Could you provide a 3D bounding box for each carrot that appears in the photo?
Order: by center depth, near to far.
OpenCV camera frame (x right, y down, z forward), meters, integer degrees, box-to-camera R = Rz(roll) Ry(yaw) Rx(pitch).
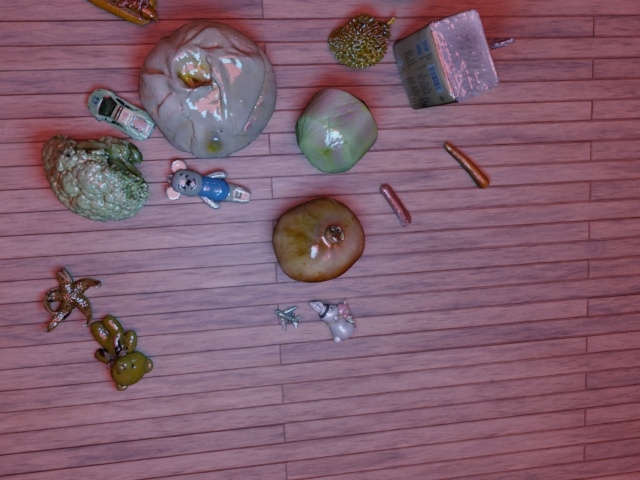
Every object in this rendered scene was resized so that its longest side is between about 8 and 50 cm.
[{"bbox_3d":[0.435,-0.227,1.947,0.190,0.037,0.037,45,89,-9],"label":"carrot"}]

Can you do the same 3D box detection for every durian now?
[{"bbox_3d":[0.132,-0.562,1.812,0.208,0.102,0.146,-33,96,-8],"label":"durian"}]

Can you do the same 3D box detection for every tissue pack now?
[{"bbox_3d":[0.361,-0.490,1.757,0.238,0.305,0.238,-1,97,-12],"label":"tissue pack"}]

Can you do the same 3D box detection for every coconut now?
[{"bbox_3d":[0.047,-0.310,1.782,0.236,0.204,0.236,3,68,-7],"label":"coconut"}]

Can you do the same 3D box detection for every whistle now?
[{"bbox_3d":[-0.309,-0.146,1.808,0.236,0.077,0.114,13,89,-13],"label":"whistle"}]

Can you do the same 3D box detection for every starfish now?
[{"bbox_3d":[-0.686,0.175,1.789,0.146,0.074,0.190,28,93,-11],"label":"starfish"}]

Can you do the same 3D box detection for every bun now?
[{"bbox_3d":[-0.288,-0.394,1.703,0.365,0.219,0.365,-2,102,-8],"label":"bun"}]

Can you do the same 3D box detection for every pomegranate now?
[{"bbox_3d":[0.000,0.000,1.784,0.252,0.270,0.229,-16,92,-14],"label":"pomegranate"}]

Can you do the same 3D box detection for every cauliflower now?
[{"bbox_3d":[-0.568,-0.182,1.694,0.275,0.272,0.250,52,56,-26],"label":"cauliflower"}]

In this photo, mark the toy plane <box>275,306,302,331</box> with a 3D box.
[{"bbox_3d":[-0.097,0.225,1.920,0.083,0.033,0.080,26,94,-5],"label":"toy plane"}]

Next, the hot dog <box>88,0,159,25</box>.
[{"bbox_3d":[-0.534,-0.643,1.696,0.249,0.076,0.102,24,90,-11],"label":"hot dog"}]

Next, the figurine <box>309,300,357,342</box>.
[{"bbox_3d":[0.040,0.220,1.933,0.146,0.081,0.098,56,43,-8],"label":"figurine"}]

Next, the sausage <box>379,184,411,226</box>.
[{"bbox_3d":[0.223,-0.105,1.927,0.030,0.035,0.147,-44,106,-34],"label":"sausage"}]

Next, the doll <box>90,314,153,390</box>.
[{"bbox_3d":[-0.569,0.313,1.822,0.137,0.097,0.209,-33,97,2],"label":"doll"}]

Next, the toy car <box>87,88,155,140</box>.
[{"bbox_3d":[-0.538,-0.337,1.749,0.186,0.058,0.093,30,94,-13],"label":"toy car"}]
